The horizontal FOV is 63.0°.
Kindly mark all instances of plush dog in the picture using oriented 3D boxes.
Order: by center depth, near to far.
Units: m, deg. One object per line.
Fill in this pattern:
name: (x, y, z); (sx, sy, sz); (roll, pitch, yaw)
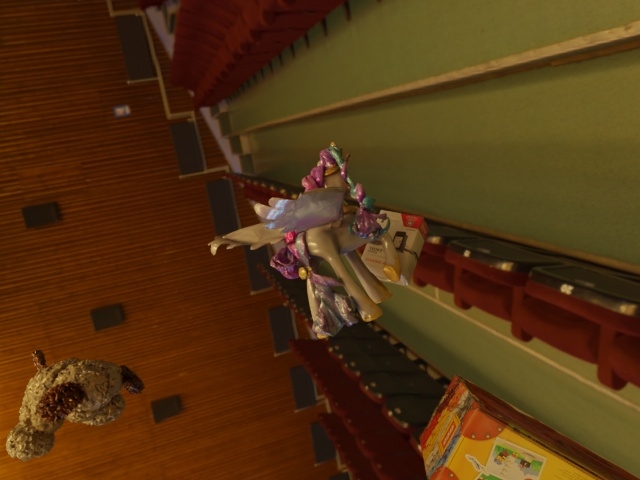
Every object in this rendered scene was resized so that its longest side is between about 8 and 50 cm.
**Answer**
plush dog: (-0.513, 0.314, 1.104); (0.225, 0.262, 0.211); (-19, 87, 30)

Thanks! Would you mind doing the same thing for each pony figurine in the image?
pony figurine: (0.000, 0.000, 1.050); (0.302, 0.351, 0.364); (-19, 95, 51)

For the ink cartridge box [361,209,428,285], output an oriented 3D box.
ink cartridge box: (0.169, 0.016, 1.195); (0.109, 0.151, 0.063); (12, 157, 30)

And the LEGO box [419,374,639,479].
LEGO box: (0.483, 0.518, 1.099); (0.193, 0.500, 0.372); (-61, -9, 0)
